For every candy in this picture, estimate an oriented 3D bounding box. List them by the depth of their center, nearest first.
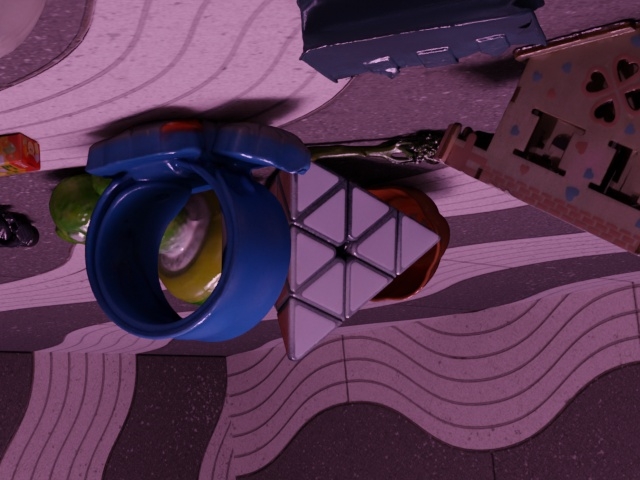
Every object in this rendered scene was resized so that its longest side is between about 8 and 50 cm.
[{"bbox_3d":[-0.421,-0.103,1.749,0.122,0.038,0.062,-8,170,11],"label":"candy"}]

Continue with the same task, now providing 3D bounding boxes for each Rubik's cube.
[{"bbox_3d":[-0.002,0.000,2.053,0.228,0.233,0.229,-42,177,25],"label":"Rubik's cube"}]

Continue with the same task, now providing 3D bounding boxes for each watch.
[{"bbox_3d":[-0.135,-0.011,1.744,0.305,0.274,0.241,-6,171,33],"label":"watch"}]

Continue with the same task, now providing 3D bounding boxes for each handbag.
[{"bbox_3d":[0.102,-0.212,1.366,0.229,0.062,0.179,-8,172,16],"label":"handbag"}]

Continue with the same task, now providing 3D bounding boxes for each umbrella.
[{"bbox_3d":[-0.490,-0.017,2.132,0.071,0.080,0.224,-42,166,7],"label":"umbrella"}]

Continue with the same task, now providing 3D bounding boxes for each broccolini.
[{"bbox_3d":[0.061,-0.114,1.902,0.254,0.057,0.071,-7,127,-6],"label":"broccolini"}]

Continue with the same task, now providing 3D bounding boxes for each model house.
[{"bbox_3d":[0.327,-0.128,1.566,0.326,0.244,0.169,29,-169,36],"label":"model house"}]

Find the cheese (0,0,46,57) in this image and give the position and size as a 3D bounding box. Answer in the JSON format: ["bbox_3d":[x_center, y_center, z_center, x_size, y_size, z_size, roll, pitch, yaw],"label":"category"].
[{"bbox_3d":[-0.282,-0.197,0.968,0.189,0.154,0.198,13,174,-1],"label":"cheese"}]

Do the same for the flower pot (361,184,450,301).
[{"bbox_3d":[0.122,-0.002,2.220,0.190,0.191,0.173,-9,-178,20],"label":"flower pot"}]

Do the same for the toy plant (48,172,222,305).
[{"bbox_3d":[-0.246,-0.026,2.007,0.316,0.184,0.224,24,148,-38],"label":"toy plant"}]
